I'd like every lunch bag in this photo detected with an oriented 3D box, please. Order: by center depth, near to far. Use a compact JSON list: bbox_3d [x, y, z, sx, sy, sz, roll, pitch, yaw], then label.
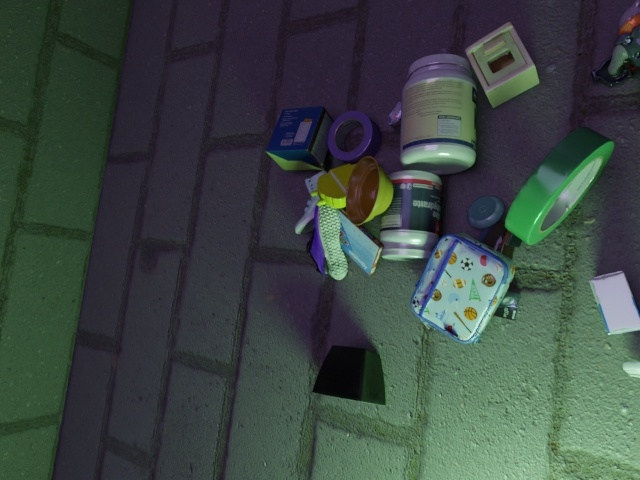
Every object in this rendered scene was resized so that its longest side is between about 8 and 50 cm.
[{"bbox_3d":[0.405,0.140,1.341,0.243,0.115,0.304,33,113,28],"label":"lunch bag"},{"bbox_3d":[0.281,-0.436,1.608,0.053,0.071,0.083,45,104,25],"label":"lunch bag"}]

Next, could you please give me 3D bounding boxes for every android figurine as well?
[{"bbox_3d":[0.102,-0.192,1.594,0.272,0.056,0.248,-22,43,-10],"label":"android figurine"}]

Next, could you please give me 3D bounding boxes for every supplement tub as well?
[{"bbox_3d":[0.374,-0.392,1.444,0.235,0.235,0.325,-1,81,32],"label":"supplement tub"},{"bbox_3d":[0.291,-0.075,1.469,0.191,0.191,0.273,1,82,32],"label":"supplement tub"}]

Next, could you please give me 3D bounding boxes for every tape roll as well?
[{"bbox_3d":[0.624,-0.136,1.190,0.077,0.321,0.321,43,105,29],"label":"tape roll"},{"bbox_3d":[0.125,-0.380,1.693,0.188,0.080,0.189,-7,78,32],"label":"tape roll"}]

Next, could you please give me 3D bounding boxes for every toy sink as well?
[{"bbox_3d":[0.555,-0.570,1.421,0.152,0.131,0.234,-26,69,26],"label":"toy sink"}]

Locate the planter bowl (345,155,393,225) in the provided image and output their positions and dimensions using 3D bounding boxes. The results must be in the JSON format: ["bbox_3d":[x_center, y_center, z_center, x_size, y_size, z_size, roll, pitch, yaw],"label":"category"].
[{"bbox_3d":[0.166,-0.148,1.423,0.217,0.090,0.217,-171,90,-67],"label":"planter bowl"}]

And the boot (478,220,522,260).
[{"bbox_3d":[0.526,0.040,1.387,0.106,0.082,0.219,41,110,53],"label":"boot"}]

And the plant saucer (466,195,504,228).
[{"bbox_3d":[0.508,-0.094,1.409,0.119,0.021,0.119,-27,44,30],"label":"plant saucer"}]

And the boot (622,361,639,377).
[{"bbox_3d":[0.875,0.363,1.081,0.258,0.095,0.124,1,76,31],"label":"boot"}]

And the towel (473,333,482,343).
[{"bbox_3d":[0.475,0.251,1.394,0.067,0.029,0.120,26,97,33],"label":"towel"}]

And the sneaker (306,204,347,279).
[{"bbox_3d":[-0.001,0.001,1.652,0.146,0.102,0.294,6,111,46],"label":"sneaker"}]

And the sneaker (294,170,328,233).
[{"bbox_3d":[-0.030,-0.150,1.742,0.256,0.094,0.151,-45,67,7],"label":"sneaker"}]

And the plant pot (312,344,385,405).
[{"bbox_3d":[0.107,0.446,1.514,0.187,0.188,0.167,-2,69,32],"label":"plant pot"}]

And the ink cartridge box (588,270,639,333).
[{"bbox_3d":[0.748,0.159,1.140,0.082,0.190,0.140,-20,71,30],"label":"ink cartridge box"}]

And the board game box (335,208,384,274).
[{"bbox_3d":[0.107,-0.017,1.629,0.281,0.027,0.145,45,141,29],"label":"board game box"}]

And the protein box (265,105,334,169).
[{"bbox_3d":[-0.069,-0.392,1.753,0.199,0.136,0.201,6,67,33],"label":"protein box"}]

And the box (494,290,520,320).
[{"bbox_3d":[0.553,0.191,1.352,0.067,0.018,0.083,14,89,20],"label":"box"}]

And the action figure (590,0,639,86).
[{"bbox_3d":[0.912,-0.496,1.162,0.341,0.178,0.330,-39,73,24],"label":"action figure"}]
